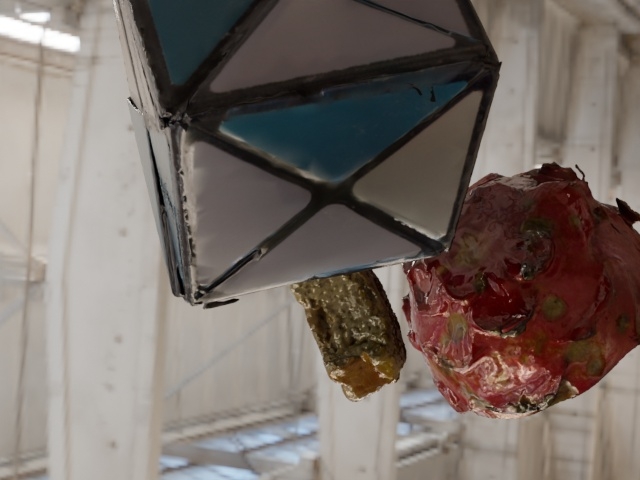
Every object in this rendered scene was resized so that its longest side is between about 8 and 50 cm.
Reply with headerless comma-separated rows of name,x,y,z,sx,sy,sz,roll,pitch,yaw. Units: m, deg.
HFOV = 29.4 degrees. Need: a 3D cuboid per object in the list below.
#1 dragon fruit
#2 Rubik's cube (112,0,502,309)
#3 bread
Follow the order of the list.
dragon fruit,0.266,0.045,1.704,0.386,0.371,0.249,-48,-58,-6
Rubik's cube,-0.032,-0.148,1.184,0.307,0.310,0.305,97,160,-56
bread,0.000,0.000,1.429,0.185,0.109,0.380,62,-173,-48
